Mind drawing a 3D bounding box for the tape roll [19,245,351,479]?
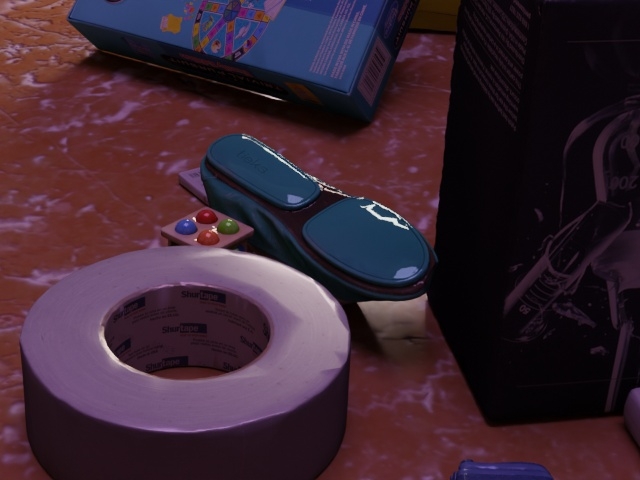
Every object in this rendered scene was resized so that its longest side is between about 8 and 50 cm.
[{"bbox_3d":[-0.089,0.088,0.917,0.219,0.072,0.219,2,29,-1],"label":"tape roll"}]

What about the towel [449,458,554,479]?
[{"bbox_3d":[0.115,0.179,0.821,0.067,0.029,0.119,2,29,-1],"label":"towel"}]

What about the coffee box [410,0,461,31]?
[{"bbox_3d":[0.132,-0.462,1.618,0.338,0.338,0.334,4,30,-1],"label":"coffee box"}]

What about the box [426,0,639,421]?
[{"bbox_3d":[0.271,-0.058,0.964,0.343,0.313,0.179,-4,31,-10],"label":"box"}]

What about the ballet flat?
[{"bbox_3d":[0.000,0.000,1.061,0.083,0.087,0.247,-33,47,-29],"label":"ballet flat"}]

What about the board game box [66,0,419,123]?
[{"bbox_3d":[-0.061,-0.286,1.405,0.336,0.254,0.079,18,-11,24],"label":"board game box"}]

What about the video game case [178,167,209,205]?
[{"bbox_3d":[-0.057,-0.041,1.201,0.087,0.011,0.122,-17,36,-32],"label":"video game case"}]

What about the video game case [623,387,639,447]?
[{"bbox_3d":[0.399,0.175,0.848,0.329,0.036,0.300,-4,31,-12],"label":"video game case"}]

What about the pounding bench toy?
[{"bbox_3d":[-0.075,0.018,1.043,0.083,0.065,0.052,24,36,31],"label":"pounding bench toy"}]
